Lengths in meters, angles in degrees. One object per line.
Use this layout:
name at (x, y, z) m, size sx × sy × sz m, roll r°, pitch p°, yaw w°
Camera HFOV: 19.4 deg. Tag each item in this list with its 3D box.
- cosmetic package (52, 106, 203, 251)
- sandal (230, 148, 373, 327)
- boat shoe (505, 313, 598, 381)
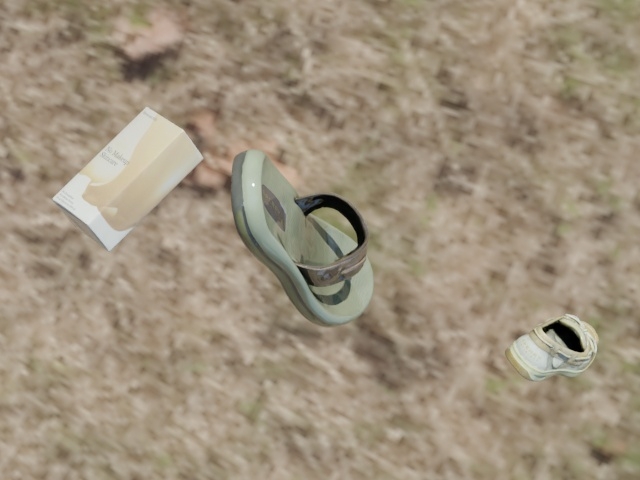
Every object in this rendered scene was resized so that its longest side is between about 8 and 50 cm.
cosmetic package at (-0.161, -0.052, 1.569) m, size 0.115 × 0.060 × 0.041 m, roll -47°, pitch 136°, yaw -13°
sandal at (0.000, 0.001, 1.843) m, size 0.303 × 0.086 × 0.120 m, roll 45°, pitch 34°, yaw -61°
boat shoe at (0.228, 0.095, 1.760) m, size 0.048 × 0.056 × 0.153 m, roll -50°, pitch 156°, yaw 26°
